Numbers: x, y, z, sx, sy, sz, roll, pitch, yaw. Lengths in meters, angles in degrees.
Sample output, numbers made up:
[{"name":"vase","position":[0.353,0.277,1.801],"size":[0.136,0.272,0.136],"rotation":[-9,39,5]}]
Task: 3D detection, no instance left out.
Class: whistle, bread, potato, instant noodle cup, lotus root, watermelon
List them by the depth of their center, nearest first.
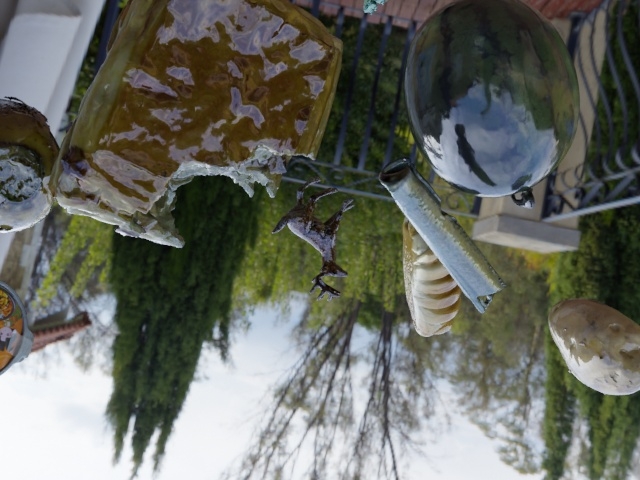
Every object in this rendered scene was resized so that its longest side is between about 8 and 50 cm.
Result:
[{"name":"bread","position":[-0.168,-0.172,0.858],"size":[0.314,0.370,0.191],"rotation":[22,-177,-37]},{"name":"lotus root","position":[-0.506,-0.120,0.938],"size":[0.179,0.195,0.397],"rotation":[-6,-163,-38]},{"name":"whistle","position":[0.198,0.001,0.979],"size":[0.057,0.068,0.326],"rotation":[15,153,53]},{"name":"instant noodle cup","position":[-0.608,0.149,1.045],"size":[0.126,0.177,0.208],"rotation":[-3,137,28]},{"name":"watermelon","position":[0.285,-0.227,1.049],"size":[0.279,0.359,0.279],"rotation":[-18,-166,5]},{"name":"potato","position":[0.514,0.187,1.171],"size":[0.128,0.161,0.234],"rotation":[2,-139,-19]},{"name":"bread","position":[0.251,0.078,1.391],"size":[0.121,0.172,0.311],"rotation":[-11,132,-1]}]

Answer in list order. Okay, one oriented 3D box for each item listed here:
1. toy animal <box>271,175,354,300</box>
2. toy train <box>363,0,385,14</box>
[{"name":"toy animal","position":[-0.006,-0.002,1.554],"size":[0.243,0.260,0.087],"rotation":[33,175,-21]},{"name":"toy train","position":[0.142,-0.612,1.583],"size":[0.029,0.045,0.092],"rotation":[18,154,-29]}]
